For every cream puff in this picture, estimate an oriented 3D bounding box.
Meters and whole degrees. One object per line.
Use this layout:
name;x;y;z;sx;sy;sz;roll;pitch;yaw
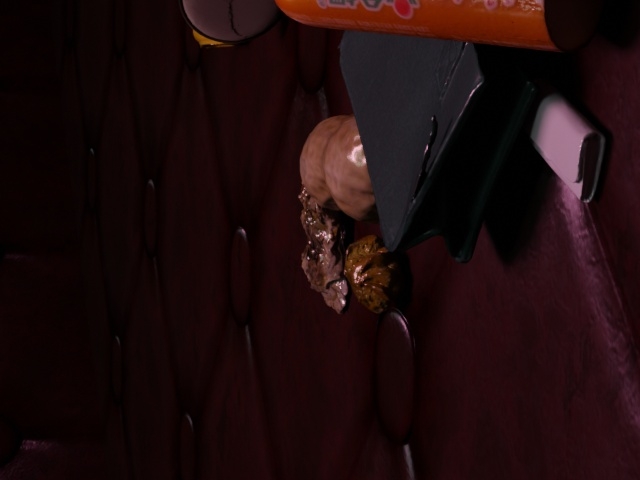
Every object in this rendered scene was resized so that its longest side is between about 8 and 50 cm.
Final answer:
cream puff;0.054;0.036;1.851;0.083;0.058;0.083;119;145;-64

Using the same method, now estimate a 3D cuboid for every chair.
chair;-0.107;-0.326;2.231;0.326;0.159;0.170;-113;25;-56

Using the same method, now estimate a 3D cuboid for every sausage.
sausage;0.071;-0.208;1.422;0.312;0.093;0.093;11;104;36

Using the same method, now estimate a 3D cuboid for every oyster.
oyster;0.002;-0.001;2.054;0.108;0.053;0.166;-104;11;-69

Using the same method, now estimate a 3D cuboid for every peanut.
peanut;0.039;-0.079;1.825;0.263;0.101;0.117;-167;87;-73

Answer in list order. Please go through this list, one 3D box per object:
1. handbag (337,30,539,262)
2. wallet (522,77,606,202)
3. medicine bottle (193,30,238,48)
handbag;0.100;-0.159;1.590;0.326;0.089;0.238;-99;21;-46
wallet;0.194;-0.083;1.425;0.122;0.025;0.061;-120;27;-59
medicine bottle;-0.141;-0.426;2.485;0.111;0.076;0.309;-172;83;-73
